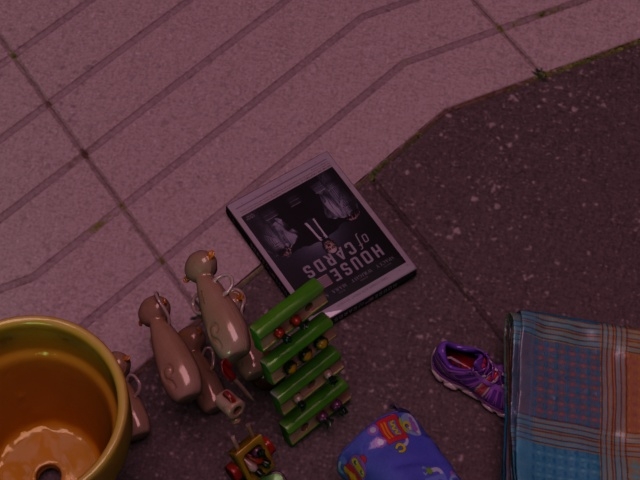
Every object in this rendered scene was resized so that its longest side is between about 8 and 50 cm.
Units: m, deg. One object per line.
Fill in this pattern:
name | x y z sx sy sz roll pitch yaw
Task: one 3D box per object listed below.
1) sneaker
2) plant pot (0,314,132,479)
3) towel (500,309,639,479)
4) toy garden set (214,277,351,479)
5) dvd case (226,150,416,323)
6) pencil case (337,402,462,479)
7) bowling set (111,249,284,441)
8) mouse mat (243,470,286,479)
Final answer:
sneaker | 0.228 0.187 2.049 0.169 0.071 0.068 21 62 10
plant pot | -0.356 0.259 1.900 0.254 0.239 0.254 0 59 0
towel | 0.423 0.236 2.010 0.370 0.040 0.271 8 60 -7
toy garden set | -0.049 0.196 1.936 0.204 0.244 0.049 -37 50 -20
dvd case | 0.000 0.000 2.179 0.179 0.030 0.239 -29 64 -16
pencil case | 0.152 0.351 1.906 0.133 0.119 0.306 -8 44 -42
bowling set | -0.155 0.143 2.034 0.200 0.287 0.154 6 53 -50
mouse mat | -0.091 0.402 1.956 0.152 0.007 0.190 -16 60 -10
